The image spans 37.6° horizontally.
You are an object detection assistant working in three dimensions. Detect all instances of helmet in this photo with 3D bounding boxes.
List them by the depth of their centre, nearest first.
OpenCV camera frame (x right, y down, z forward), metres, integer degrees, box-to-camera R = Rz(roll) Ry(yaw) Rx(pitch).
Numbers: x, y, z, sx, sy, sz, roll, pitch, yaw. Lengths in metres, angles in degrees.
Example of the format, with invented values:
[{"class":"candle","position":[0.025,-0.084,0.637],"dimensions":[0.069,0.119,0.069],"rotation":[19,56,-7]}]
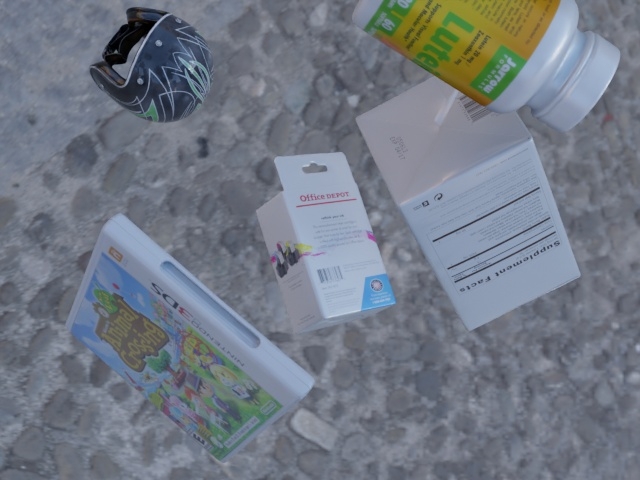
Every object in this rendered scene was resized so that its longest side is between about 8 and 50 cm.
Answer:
[{"class":"helmet","position":[-0.234,-0.251,1.369],"dimensions":[0.169,0.161,0.169],"rotation":[-35,134,-45]}]

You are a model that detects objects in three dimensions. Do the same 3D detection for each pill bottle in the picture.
[{"class":"pill bottle","position":[0.167,-0.213,0.940],"dimensions":[0.246,0.136,0.136],"rotation":[31,66,-6]}]

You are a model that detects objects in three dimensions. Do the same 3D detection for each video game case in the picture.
[{"class":"video game case","position":[-0.118,0.091,0.771],"dimensions":[0.193,0.212,0.023],"rotation":[41,57,0]}]

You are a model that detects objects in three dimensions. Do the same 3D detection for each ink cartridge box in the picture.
[{"class":"ink cartridge box","position":[0.000,0.000,1.023],"dimensions":[0.104,0.061,0.181],"rotation":[-8,75,-39]}]

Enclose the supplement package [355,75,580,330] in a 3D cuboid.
[{"class":"supplement package","position":[0.197,-0.053,1.218],"dimensions":[0.293,0.175,0.177],"rotation":[55,10,-47]}]
